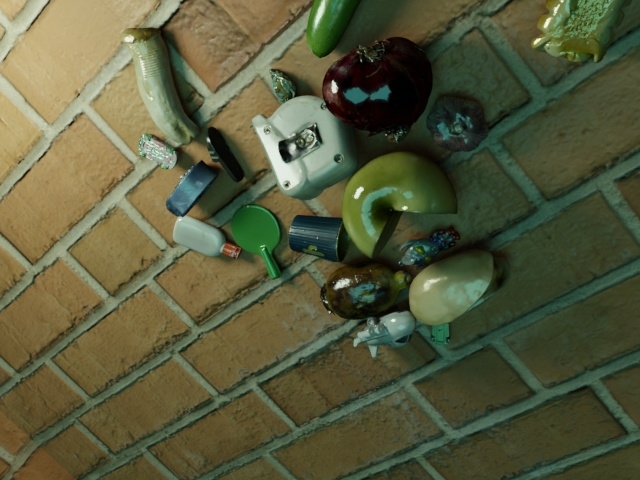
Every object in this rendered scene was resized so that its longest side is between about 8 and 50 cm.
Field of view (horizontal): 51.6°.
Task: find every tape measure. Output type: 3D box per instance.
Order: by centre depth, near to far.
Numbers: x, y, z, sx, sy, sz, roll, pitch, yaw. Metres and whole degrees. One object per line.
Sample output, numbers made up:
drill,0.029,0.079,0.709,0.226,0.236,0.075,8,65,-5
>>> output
tape measure,-0.041,-0.255,1.755,0.265,0.130,0.258,-30,71,23

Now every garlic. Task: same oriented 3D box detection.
garlic,0.346,-0.294,1.683,0.159,0.102,0.147,41,123,-7

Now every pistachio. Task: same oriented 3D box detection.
pistachio,0.382,0.134,1.863,0.299,0.187,0.187,-32,105,33

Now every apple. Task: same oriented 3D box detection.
apple,0.194,-0.113,1.737,0.295,0.258,0.233,-29,92,26

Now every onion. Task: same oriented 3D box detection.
onion,0.138,-0.372,1.614,0.281,0.221,0.280,-16,133,-18

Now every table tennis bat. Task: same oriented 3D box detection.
table tennis bat,-0.183,0.006,2.054,0.161,0.039,0.257,-15,108,23

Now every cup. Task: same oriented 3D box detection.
cup,0.000,0.000,1.953,0.155,0.131,0.176,10,146,16

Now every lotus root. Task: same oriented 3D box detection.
lotus root,0.127,0.147,1.973,0.314,0.141,0.169,-19,113,25

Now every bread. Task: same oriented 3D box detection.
bread,0.596,-0.550,1.451,0.173,0.121,0.311,18,122,3

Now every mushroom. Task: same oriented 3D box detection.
mushroom,-0.448,-0.429,1.857,0.123,0.095,0.351,-18,115,6

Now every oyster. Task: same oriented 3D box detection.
oyster,-0.097,-0.412,1.799,0.098,0.037,0.100,28,146,22

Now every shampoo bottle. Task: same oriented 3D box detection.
shampoo bottle,-0.355,-0.001,2.091,0.221,0.051,0.108,23,120,4

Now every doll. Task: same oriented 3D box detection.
doll,0.307,0.025,1.899,0.195,0.062,0.104,-31,144,21

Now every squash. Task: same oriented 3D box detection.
squash,0.063,-0.615,1.587,0.107,0.107,0.395,32,124,-2

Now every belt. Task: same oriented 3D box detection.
belt,-0.386,-0.151,1.963,0.082,0.141,0.190,41,124,-6

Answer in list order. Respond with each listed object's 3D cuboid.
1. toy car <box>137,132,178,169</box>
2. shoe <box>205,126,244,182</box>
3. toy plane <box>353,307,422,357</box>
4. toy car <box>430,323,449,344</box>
toy car,-0.482,-0.267,1.979,0.142,0.055,0.069,30,115,11
shoe,-0.292,-0.242,1.929,0.049,0.071,0.179,-19,115,29
toy plane,0.204,0.278,1.997,0.245,0.245,0.117,-21,77,26
toy car,0.369,0.267,2.031,0.059,0.035,0.121,3,111,15
